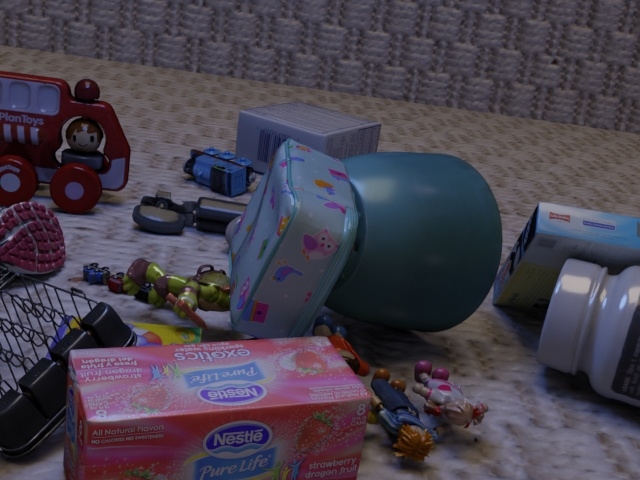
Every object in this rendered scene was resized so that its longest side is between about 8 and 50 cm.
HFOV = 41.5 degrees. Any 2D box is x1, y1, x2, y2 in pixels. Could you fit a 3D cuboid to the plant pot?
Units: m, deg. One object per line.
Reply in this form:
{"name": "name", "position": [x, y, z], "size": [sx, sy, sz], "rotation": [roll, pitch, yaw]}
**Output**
{"name": "plant pot", "position": [0.091, -0.005, 1.302], "size": [0.235, 0.293, 0.293], "rotation": [6, 17, -41]}

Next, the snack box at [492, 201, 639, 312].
{"name": "snack box", "position": [0.413, 0.044, 1.411], "size": [0.187, 0.060, 0.322], "rotation": [10, -24, 2]}

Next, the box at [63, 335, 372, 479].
{"name": "box", "position": [-0.114, 0.205, 0.912], "size": [0.300, 0.154, 0.142], "rotation": [0, 21, -24]}

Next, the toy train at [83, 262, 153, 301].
{"name": "toy train", "position": [-0.326, 0.070, 1.377], "size": [0.158, 0.027, 0.036], "rotation": [17, 32, 21]}

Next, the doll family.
{"name": "doll family", "position": [0.080, 0.209, 1.080], "size": [0.263, 0.118, 0.163], "rotation": [23, 10, -14]}

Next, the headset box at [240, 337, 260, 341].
{"name": "headset box", "position": [-0.070, 0.168, 1.203], "size": [0.062, 0.032, 0.083], "rotation": [-6, 23, -34]}

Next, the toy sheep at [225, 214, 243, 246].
{"name": "toy sheep", "position": [-0.130, -0.007, 1.581], "size": [0.091, 0.091, 0.132], "rotation": [-5, 6, -34]}

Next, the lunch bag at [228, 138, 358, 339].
{"name": "lunch bag", "position": [-0.044, 0.003, 1.125], "size": [0.108, 0.224, 0.279], "rotation": [21, 22, -14]}

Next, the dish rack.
{"name": "dish rack", "position": [-0.387, 0.129, 1.032], "size": [0.271, 0.074, 0.208], "rotation": [14, 45, 32]}

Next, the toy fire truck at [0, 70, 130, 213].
{"name": "toy fire truck", "position": [-0.536, -0.204, 1.698], "size": [0.302, 0.254, 0.169], "rotation": [6, 20, -8]}

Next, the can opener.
{"name": "can opener", "position": [-0.226, -0.039, 1.675], "size": [0.280, 0.074, 0.093], "rotation": [6, 54, -3]}

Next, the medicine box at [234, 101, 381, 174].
{"name": "medicine box", "position": [-0.030, -0.252, 2.190], "size": [0.263, 0.149, 0.289], "rotation": [20, 22, 28]}

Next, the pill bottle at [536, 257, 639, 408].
{"name": "pill bottle", "position": [0.516, 0.155, 1.229], "size": [0.361, 0.204, 0.204], "rotation": [17, 22, 21]}

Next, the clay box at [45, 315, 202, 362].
{"name": "clay box", "position": [-0.243, 0.158, 1.131], "size": [0.222, 0.053, 0.127], "rotation": [5, 20, -8]}

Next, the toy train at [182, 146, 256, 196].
{"name": "toy train", "position": [-0.239, -0.163, 1.973], "size": [0.184, 0.080, 0.105], "rotation": [21, 29, 30]}

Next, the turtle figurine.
{"name": "turtle figurine", "position": [-0.182, 0.076, 1.250], "size": [0.217, 0.087, 0.269], "rotation": [11, -2, 29]}

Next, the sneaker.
{"name": "sneaker", "position": [-0.527, 0.011, 1.335], "size": [0.112, 0.121, 0.299], "rotation": [-16, -2, 30]}
